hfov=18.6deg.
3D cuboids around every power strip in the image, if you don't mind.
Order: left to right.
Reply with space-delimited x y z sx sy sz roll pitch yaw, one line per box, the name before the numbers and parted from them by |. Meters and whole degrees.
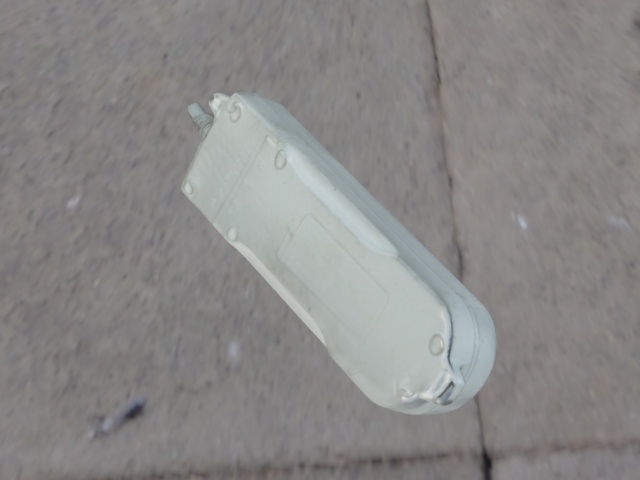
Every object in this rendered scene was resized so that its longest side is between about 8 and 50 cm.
power strip | 0.000 0.000 0.697 0.030 0.191 0.047 12 115 -43
